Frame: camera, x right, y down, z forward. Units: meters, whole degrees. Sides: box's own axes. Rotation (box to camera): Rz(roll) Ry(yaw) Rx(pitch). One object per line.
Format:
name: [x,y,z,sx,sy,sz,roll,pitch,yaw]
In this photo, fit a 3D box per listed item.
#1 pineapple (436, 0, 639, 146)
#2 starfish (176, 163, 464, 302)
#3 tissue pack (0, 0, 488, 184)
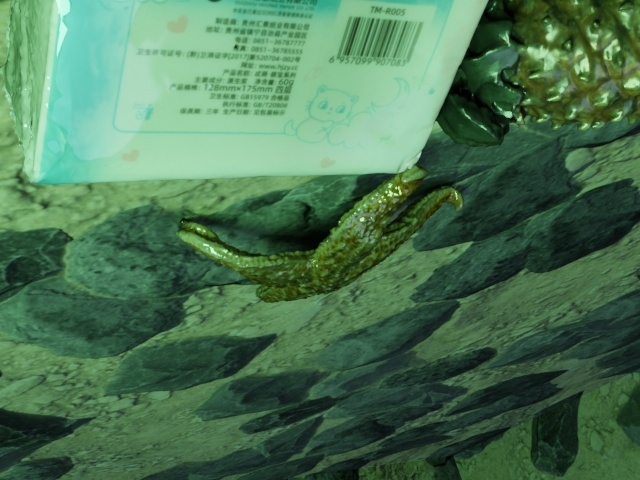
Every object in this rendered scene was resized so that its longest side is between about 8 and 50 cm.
pineapple: [0.137,-0.149,0.723,0.309,0.141,0.170,-12,143,8]
starfish: [0.001,0.010,1.011,0.327,0.094,0.375,0,156,-40]
tissue pack: [-0.043,-0.141,0.552,0.271,0.124,0.201,-3,134,-28]
